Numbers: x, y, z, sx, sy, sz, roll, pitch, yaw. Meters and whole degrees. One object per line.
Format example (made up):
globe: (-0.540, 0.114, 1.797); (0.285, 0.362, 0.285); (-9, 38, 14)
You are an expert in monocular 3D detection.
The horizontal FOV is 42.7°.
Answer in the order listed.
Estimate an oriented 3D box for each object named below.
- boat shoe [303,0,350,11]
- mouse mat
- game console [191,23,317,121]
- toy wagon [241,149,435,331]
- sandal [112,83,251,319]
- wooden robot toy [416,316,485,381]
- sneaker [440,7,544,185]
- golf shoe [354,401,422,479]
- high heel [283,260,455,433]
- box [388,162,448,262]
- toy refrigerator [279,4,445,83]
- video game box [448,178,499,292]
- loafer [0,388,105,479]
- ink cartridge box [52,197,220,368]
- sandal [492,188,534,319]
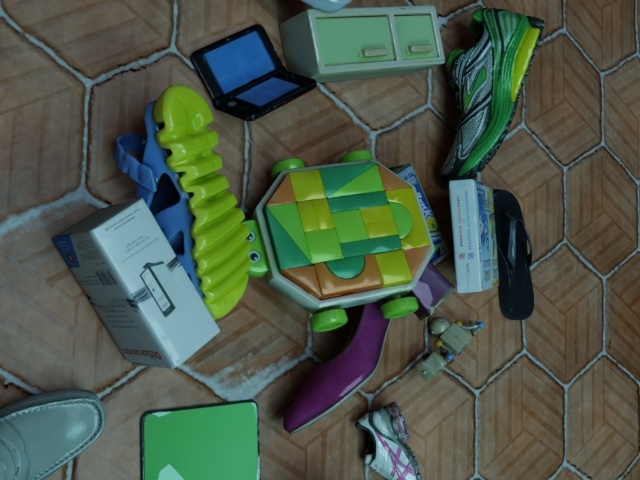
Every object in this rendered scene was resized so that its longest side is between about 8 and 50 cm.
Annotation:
boat shoe: (-0.084, -0.458, 1.191); (0.335, 0.119, 0.121); (19, 52, -18)
mouse mat: (-0.169, 0.314, 1.182); (0.190, 0.007, 0.152); (1, 86, -36)
game console: (-0.097, -0.254, 1.229); (0.144, 0.124, 0.085); (-34, 132, -31)
toy wagon: (0.000, 0.000, 1.230); (0.344, 0.068, 0.267); (-9, 71, -22)
sandal: (-0.191, -0.044, 1.120); (0.126, 0.138, 0.317); (-22, 100, -62)
wooden robot toy: (0.213, 0.173, 1.437); (0.079, 0.076, 0.173); (43, 58, 15)
sneaker: (0.282, -0.258, 1.487); (0.146, 0.134, 0.343); (19, 81, 5)
golf shoe: (0.114, 0.359, 1.349); (0.086, 0.067, 0.186); (-19, 101, -5)
high heel: (0.037, 0.127, 1.300); (0.181, 0.127, 0.377); (47, 62, 3)
box: (0.153, -0.043, 1.399); (0.054, 0.059, 0.169); (-32, 105, -31)
toy refrigerator: (0.075, -0.323, 1.345); (0.269, 0.094, 0.102); (-12, 93, -35)
video game box: (0.269, -0.007, 1.423); (0.205, 0.048, 0.187); (-1, 89, -69)
loafer: (-0.395, 0.269, 0.964); (0.319, 0.111, 0.112); (-25, 101, -33)
ink cartridge box: (-0.240, 0.058, 1.065); (0.086, 0.148, 0.203); (-38, 109, -32)
sandal: (0.370, 0.024, 1.547); (0.097, 0.054, 0.254); (-17, 96, -34)
